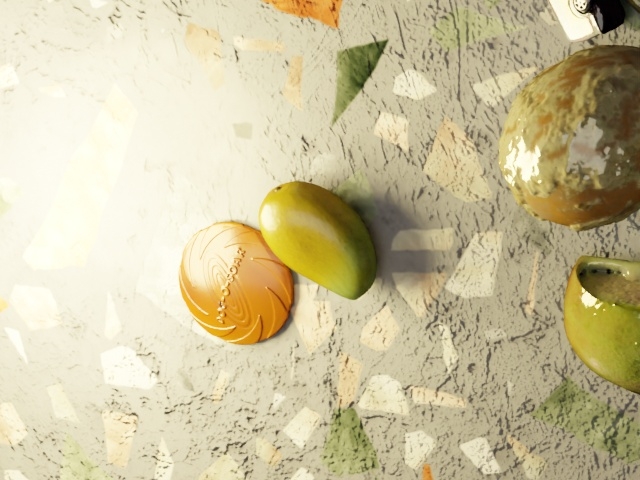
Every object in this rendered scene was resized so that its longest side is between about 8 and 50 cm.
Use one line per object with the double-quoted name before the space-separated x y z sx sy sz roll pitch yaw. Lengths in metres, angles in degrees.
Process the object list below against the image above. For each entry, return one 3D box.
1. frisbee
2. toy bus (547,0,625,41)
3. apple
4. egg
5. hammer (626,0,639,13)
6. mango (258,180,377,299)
"frisbee" -0.131 0.067 1.756 0.192 0.035 0.192 6 107 22
"toy bus" 0.299 -0.323 1.431 0.072 0.057 0.172 -23 96 55
"apple" 0.426 0.131 1.484 0.264 0.120 0.193 9 120 24
"egg" 0.327 -0.123 1.406 0.245 0.203 0.203 -39 87 22
"hammer" 0.377 -0.291 1.434 0.182 0.017 0.062 46 118 7
"mango" 0.000 0.000 1.645 0.130 0.092 0.195 -37 93 27
